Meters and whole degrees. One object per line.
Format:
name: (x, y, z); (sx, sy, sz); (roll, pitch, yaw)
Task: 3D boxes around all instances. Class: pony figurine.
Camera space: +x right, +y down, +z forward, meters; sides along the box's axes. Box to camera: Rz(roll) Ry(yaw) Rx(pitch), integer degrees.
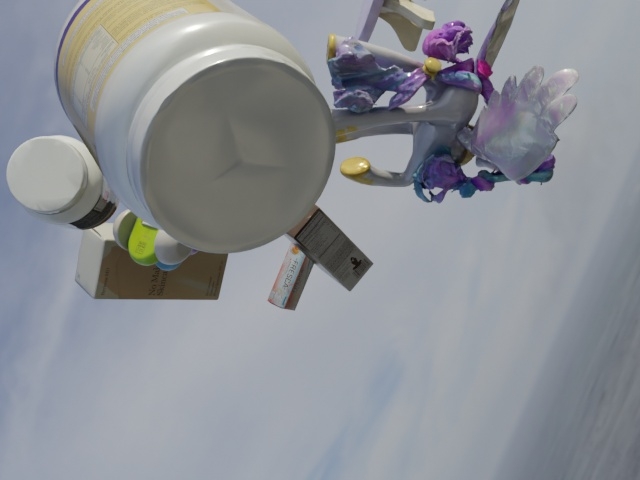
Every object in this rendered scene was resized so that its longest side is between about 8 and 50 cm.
pony figurine: (0.184, -0.189, 1.199); (0.351, 0.363, 0.303); (100, 175, -58)

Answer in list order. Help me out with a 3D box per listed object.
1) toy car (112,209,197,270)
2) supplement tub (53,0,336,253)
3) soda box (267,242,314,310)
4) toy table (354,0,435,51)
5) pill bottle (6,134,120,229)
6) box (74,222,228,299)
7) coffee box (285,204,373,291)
toy car: (-0.259, -0.027, 1.520); (0.136, 0.159, 0.182); (47, -116, -51)
supplement tub: (-0.145, -0.150, 0.955); (0.241, 0.331, 0.241); (-13, -58, -22)
soda box: (-0.068, 0.088, 2.243); (0.063, 0.058, 0.183); (18, -85, -62)
toy table: (0.200, -0.608, 2.188); (0.274, 0.160, 0.252); (111, 168, -48)
pill bottle: (-0.470, -0.105, 1.599); (0.278, 0.162, 0.162); (134, 162, -86)
box: (-0.375, 0.049, 1.946); (0.311, 0.121, 0.148); (2, -72, -37)
coffee box: (0.000, 0.000, 2.105); (0.098, 0.141, 0.246); (-49, -52, -5)
